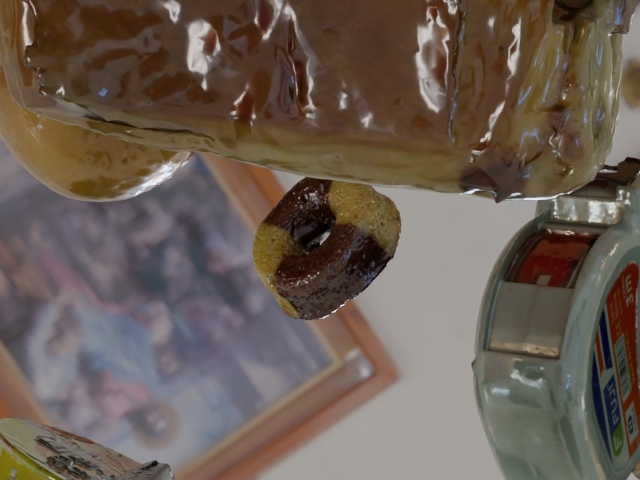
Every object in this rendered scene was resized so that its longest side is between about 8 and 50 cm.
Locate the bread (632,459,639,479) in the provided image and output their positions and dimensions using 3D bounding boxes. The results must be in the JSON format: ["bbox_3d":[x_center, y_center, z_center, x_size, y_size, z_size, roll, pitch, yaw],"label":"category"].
[{"bbox_3d":[0.548,0.220,1.830,0.279,0.371,0.390,-4,150,-44],"label":"bread"}]

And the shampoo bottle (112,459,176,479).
[{"bbox_3d":[-0.151,0.220,1.512,0.057,0.064,0.207,-17,180,9],"label":"shampoo bottle"}]

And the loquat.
[{"bbox_3d":[-0.190,-0.136,1.614,0.208,0.208,0.208,-33,-172,5],"label":"loquat"}]

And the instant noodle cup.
[{"bbox_3d":[-0.255,0.327,1.898,0.200,0.264,0.264,-63,-172,1],"label":"instant noodle cup"}]

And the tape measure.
[{"bbox_3d":[0.215,0.087,1.600,0.125,0.243,0.246,6,-147,34],"label":"tape measure"}]

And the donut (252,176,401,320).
[{"bbox_3d":[0.000,0.000,1.643,0.140,0.059,0.140,-20,-131,25],"label":"donut"}]

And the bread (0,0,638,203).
[{"bbox_3d":[0.005,-0.190,1.084,0.370,0.314,0.191,5,-175,13],"label":"bread"}]
